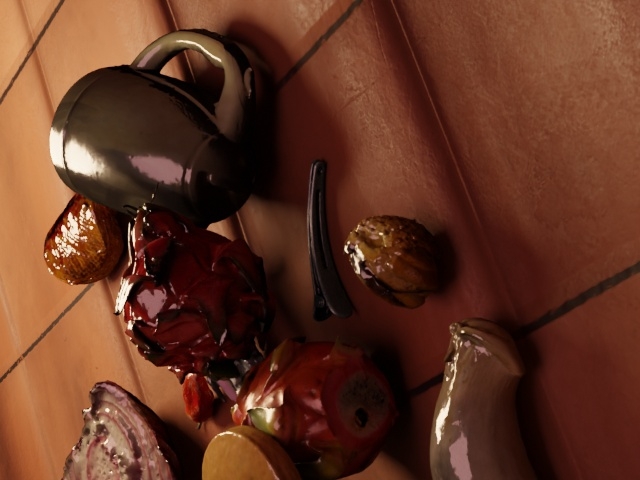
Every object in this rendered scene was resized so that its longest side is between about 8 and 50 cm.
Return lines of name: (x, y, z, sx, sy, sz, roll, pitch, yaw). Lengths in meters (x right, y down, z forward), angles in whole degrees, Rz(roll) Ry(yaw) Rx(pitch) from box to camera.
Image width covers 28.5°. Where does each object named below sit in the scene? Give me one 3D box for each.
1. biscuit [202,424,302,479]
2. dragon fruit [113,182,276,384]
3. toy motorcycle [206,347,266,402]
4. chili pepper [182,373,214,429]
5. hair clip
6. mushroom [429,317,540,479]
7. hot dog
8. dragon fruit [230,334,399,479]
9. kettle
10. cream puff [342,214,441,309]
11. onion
biscuit: (-0.062, 0.413, 1.624, 0.275, 0.052, 0.355, -27, 81, 52)
dragon fruit: (-0.183, 0.058, 1.789, 0.233, 0.233, 0.293, -5, 103, 54)
toy motorcycle: (-0.180, 0.136, 1.995, 0.327, 0.143, 0.188, 53, 154, 9)
chili pepper: (-0.203, 0.261, 2.099, 0.059, 0.050, 0.191, 51, 157, 26)
hair clip: (0.000, 0.000, 1.795, 0.070, 0.039, 0.230, -13, 85, 56)
mushroom: (0.216, 0.289, 1.484, 0.177, 0.126, 0.397, -35, 67, 41)
hot dog: (-0.437, -0.014, 2.344, 0.227, 0.099, 0.161, -44, 62, 48)
dragon fruit: (-0.014, 0.233, 1.716, 0.227, 0.224, 0.224, -28, 74, 45)
kettle: (-0.218, -0.170, 1.937, 0.324, 0.228, 0.321, 22, 93, 41)
cream puff: (0.098, 0.021, 1.600, 0.104, 0.119, 0.133, -46, 70, 23)
onion: (-0.324, 0.418, 2.256, 0.280, 0.146, 0.314, 45, 123, 22)
